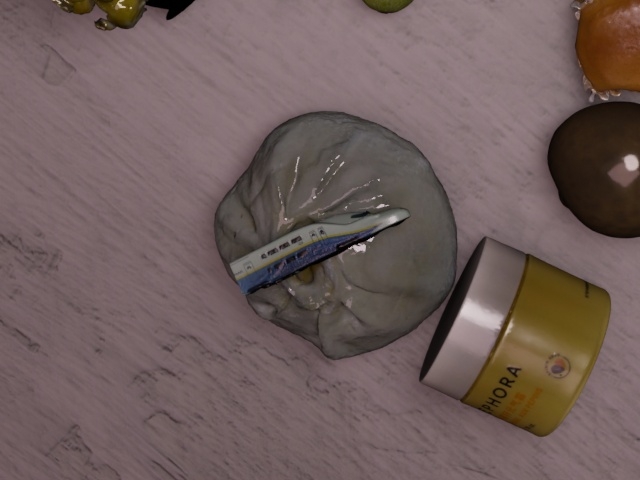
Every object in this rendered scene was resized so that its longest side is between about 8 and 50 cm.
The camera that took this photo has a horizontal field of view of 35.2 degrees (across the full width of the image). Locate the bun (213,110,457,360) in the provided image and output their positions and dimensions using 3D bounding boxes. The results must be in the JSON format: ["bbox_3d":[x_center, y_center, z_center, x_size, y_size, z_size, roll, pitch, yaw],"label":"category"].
[{"bbox_3d":[0.022,0.006,1.373,0.354,0.194,0.354,6,112,14],"label":"bun"}]

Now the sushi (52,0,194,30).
[{"bbox_3d":[-0.256,-0.451,1.207,0.329,0.285,0.328,-38,93,29],"label":"sushi"}]

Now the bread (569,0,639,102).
[{"bbox_3d":[0.428,-0.257,1.203,0.241,0.107,0.136,-8,110,23],"label":"bread"}]

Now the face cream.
[{"bbox_3d":[0.257,0.128,1.344,0.179,0.218,0.218,24,115,3],"label":"face cream"}]

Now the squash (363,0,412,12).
[{"bbox_3d":[0.085,-0.372,1.251,0.123,0.123,0.186,12,118,10],"label":"squash"}]

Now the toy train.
[{"bbox_3d":[0.000,0.000,1.245,0.234,0.052,0.051,-26,88,20],"label":"toy train"}]

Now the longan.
[{"bbox_3d":[0.369,-0.085,1.268,0.185,0.159,0.204,39,154,-5],"label":"longan"}]
